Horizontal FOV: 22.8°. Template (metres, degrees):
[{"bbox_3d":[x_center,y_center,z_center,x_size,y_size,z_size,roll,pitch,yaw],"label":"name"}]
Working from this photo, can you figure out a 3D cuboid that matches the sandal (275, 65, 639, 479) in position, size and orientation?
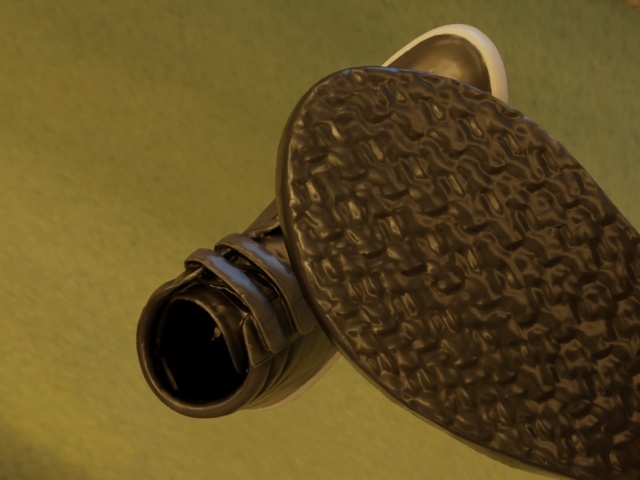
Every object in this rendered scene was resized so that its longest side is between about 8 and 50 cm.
[{"bbox_3d":[0.146,0.070,0.901,0.446,0.107,0.167,36,75,-15],"label":"sandal"}]

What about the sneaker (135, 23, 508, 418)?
[{"bbox_3d":[0.000,0.001,0.939,0.104,0.147,0.296,42,111,14],"label":"sneaker"}]
